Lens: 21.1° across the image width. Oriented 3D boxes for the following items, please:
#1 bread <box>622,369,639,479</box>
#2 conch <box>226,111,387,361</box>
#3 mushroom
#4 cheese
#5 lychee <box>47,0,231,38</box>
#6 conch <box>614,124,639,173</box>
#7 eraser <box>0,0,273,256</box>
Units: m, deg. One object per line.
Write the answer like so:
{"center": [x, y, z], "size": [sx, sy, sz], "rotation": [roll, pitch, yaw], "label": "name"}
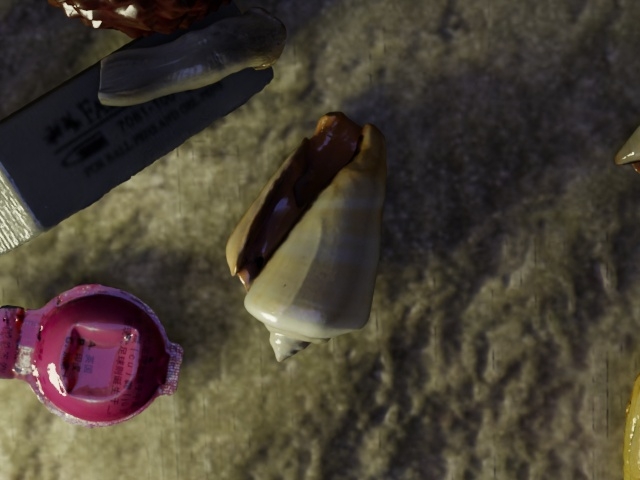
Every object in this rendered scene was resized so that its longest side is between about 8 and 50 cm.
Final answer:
{"center": [0.420, 0.206, 1.823], "size": [0.198, 0.120, 0.236], "rotation": [5, 99, -7], "label": "bread"}
{"center": [0.002, 0.006, 1.765], "size": [0.158, 0.127, 0.255], "rotation": [23, 74, 20], "label": "conch"}
{"center": [-0.128, -0.173, 1.661], "size": [0.202, 0.054, 0.059], "rotation": [-22, 88, -23], "label": "mushroom"}
{"center": [-0.265, 0.115, 1.774], "size": [0.244, 0.062, 0.155], "rotation": [9, 98, -5], "label": "cheese"}
{"center": [-0.159, -0.339, 1.589], "size": [0.330, 0.306, 0.306], "rotation": [36, 96, 11], "label": "lychee"}
{"center": [0.394, -0.117, 1.777], "size": [0.176, 0.094, 0.104], "rotation": [-44, 140, 8], "label": "conch"}
{"center": [-0.210, -0.113, 1.676], "size": [0.352, 0.077, 0.111], "rotation": [-36, 104, -26], "label": "eraser"}
